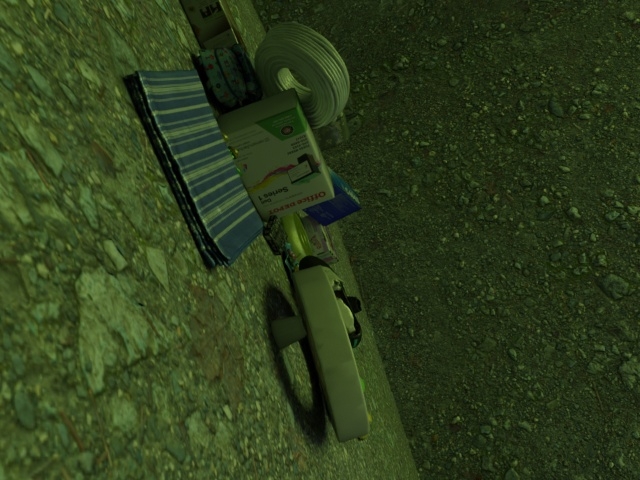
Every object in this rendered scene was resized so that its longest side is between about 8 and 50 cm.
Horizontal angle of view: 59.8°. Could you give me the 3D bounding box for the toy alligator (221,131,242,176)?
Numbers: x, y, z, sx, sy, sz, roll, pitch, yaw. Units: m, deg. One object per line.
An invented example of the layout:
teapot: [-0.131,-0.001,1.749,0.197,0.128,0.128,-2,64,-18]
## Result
toy alligator: [-0.220,-0.194,1.107,0.051,0.056,0.190,13,-31,42]

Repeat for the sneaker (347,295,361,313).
sneaker: [0.087,0.229,1.986,0.222,0.118,0.083,-84,153,-75]

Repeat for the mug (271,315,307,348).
mug: [-0.063,0.183,1.165,0.078,0.064,0.062,-97,164,-65]

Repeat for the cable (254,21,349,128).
cable: [-0.049,-0.394,1.353,0.257,0.089,0.257,39,-26,-2]

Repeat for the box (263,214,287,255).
box: [-0.114,-0.013,1.421,0.083,0.018,0.067,63,32,-45]

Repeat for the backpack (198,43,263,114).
backpack: [-0.226,-0.408,1.376,0.173,0.116,0.158,4,66,-82]

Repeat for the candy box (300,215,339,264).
candy box: [0.000,0.000,2.161,0.196,0.070,0.165,48,23,-71]

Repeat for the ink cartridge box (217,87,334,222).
ink cartridge box: [-0.104,-0.203,1.380,0.117,0.201,0.278,-101,169,-49]

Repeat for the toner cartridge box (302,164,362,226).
toner cartridge box: [-0.002,-0.167,1.943,0.348,0.165,0.075,34,34,-57]

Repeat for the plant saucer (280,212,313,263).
plant saucer: [-0.068,-0.001,1.773,0.241,0.037,0.241,-21,90,-83]

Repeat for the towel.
towel: [-0.197,-0.135,0.966,0.243,0.040,0.336,-56,126,-69]

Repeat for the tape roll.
tape roll: [0.019,0.248,1.244,0.392,0.071,0.392,164,-90,-85]

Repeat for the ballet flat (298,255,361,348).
ballet flat: [0.035,0.148,1.462,0.281,0.095,0.096,59,-21,15]

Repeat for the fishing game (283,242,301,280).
fishing game: [-0.064,0.079,1.571,0.189,0.041,0.264,-100,167,-64]

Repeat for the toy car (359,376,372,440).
toy car: [0.110,0.471,1.734,0.225,0.053,0.239,-49,118,-82]

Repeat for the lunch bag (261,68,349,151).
lunch bag: [-0.090,-0.393,1.664,0.213,0.305,0.256,-106,176,-50]

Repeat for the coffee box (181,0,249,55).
coffee box: [-0.269,-0.547,1.501,0.141,0.098,0.247,-94,162,-67]
